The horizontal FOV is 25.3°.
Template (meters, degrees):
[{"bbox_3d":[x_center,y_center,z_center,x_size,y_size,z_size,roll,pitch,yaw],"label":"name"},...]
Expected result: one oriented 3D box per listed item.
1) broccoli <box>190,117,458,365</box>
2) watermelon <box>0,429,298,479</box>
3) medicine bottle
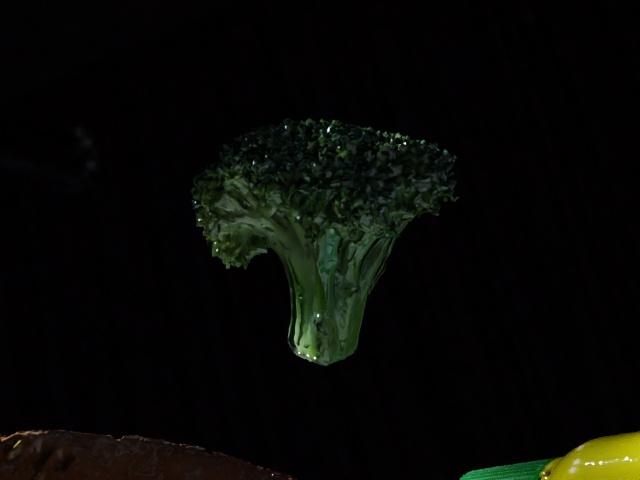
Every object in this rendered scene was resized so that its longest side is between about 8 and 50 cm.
[{"bbox_3d":[0.000,0.000,1.106,0.220,0.194,0.194,7,-13,21],"label":"broccoli"},{"bbox_3d":[-0.047,0.133,0.520,0.245,0.119,0.063,9,-28,-7],"label":"watermelon"},{"bbox_3d":[0.184,0.166,0.946,0.095,0.064,0.260,33,-27,-24],"label":"medicine bottle"}]
